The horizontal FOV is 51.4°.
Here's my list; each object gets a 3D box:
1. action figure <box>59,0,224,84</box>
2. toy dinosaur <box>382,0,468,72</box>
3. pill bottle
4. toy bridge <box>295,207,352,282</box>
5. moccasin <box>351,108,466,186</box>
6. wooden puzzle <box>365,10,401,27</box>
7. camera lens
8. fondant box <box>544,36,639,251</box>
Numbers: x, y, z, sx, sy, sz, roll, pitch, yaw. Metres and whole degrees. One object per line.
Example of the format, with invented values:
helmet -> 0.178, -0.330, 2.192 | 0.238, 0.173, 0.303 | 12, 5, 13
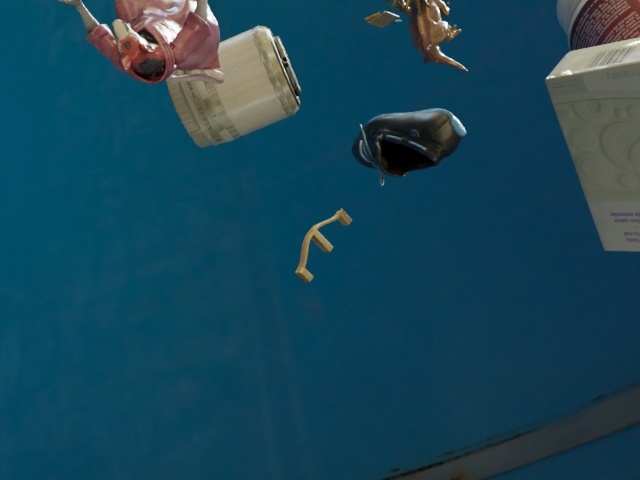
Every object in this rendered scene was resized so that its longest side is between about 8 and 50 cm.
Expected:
action figure -> -0.315, -0.357, 1.214 | 0.248, 0.275, 0.370 | -3, -147, 0
toy dinosaur -> 0.245, -0.520, 1.579 | 0.295, 0.127, 0.200 | 67, -158, -3
pill bottle -> 0.611, -0.371, 1.258 | 0.224, 0.224, 0.392 | 1, -134, -12
toy bridge -> 0.000, 0.000, 1.451 | 0.063, 0.026, 0.188 | 46, -117, -24
moccasin -> 0.151, -0.195, 1.388 | 0.138, 0.342, 0.117 | 40, -108, -17
wooden puzzle -> 0.185, -0.655, 1.965 | 0.116, 0.079, 0.014 | 0, -105, -57
camera lens -> -0.198, -0.363, 1.578 | 0.274, 0.219, 0.219 | -22, -114, 5
fondant box -> 0.509, -0.136, 0.988 | 0.096, 0.238, 0.330 | -46, -61, -30
